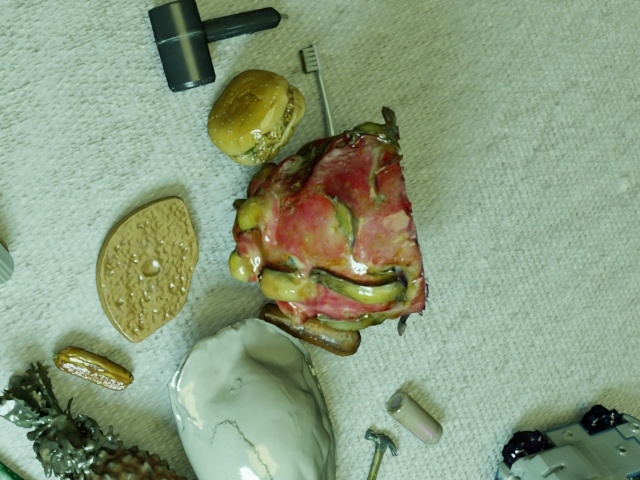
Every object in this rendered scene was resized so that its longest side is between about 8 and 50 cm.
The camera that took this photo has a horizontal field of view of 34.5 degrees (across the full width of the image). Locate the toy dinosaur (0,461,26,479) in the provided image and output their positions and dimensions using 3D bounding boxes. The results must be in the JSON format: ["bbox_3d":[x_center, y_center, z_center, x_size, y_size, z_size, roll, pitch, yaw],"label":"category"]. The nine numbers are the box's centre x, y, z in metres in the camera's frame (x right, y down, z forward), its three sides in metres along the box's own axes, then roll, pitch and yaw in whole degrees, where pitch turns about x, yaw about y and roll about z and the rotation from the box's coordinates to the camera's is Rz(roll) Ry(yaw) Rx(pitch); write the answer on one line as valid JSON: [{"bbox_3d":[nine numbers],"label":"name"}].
[{"bbox_3d":[-0.427,0.379,1.389,0.383,0.076,0.129,49,42,-23],"label":"toy dinosaur"}]

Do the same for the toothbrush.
[{"bbox_3d":[0.021,-0.133,1.590,0.030,0.025,0.342,-17,98,-20],"label":"toothbrush"}]

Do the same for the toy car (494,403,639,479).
[{"bbox_3d":[0.443,0.402,1.705,0.314,0.198,0.166,-13,130,-25],"label":"toy car"}]

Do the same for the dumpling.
[{"bbox_3d":[-0.067,0.286,1.494,0.341,0.181,0.260,49,48,6],"label":"dumpling"}]

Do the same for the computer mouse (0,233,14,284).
[{"bbox_3d":[-0.515,-0.012,1.346,0.145,0.082,0.236,-42,105,-16],"label":"computer mouse"}]

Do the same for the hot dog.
[{"bbox_3d":[-0.318,0.178,1.454,0.122,0.049,0.037,27,45,-26],"label":"hot dog"}]

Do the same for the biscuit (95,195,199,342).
[{"bbox_3d":[-0.250,0.039,1.483,0.142,0.029,0.221,14,87,-23],"label":"biscuit"}]

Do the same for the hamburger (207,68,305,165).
[{"bbox_3d":[-0.095,-0.177,1.478,0.083,0.147,0.138,33,86,-39],"label":"hamburger"}]

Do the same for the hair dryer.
[{"bbox_3d":[-0.137,-0.299,1.506,0.219,0.071,0.124,-22,102,-29],"label":"hair dryer"}]

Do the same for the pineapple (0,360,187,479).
[{"bbox_3d":[-0.303,0.322,1.415,0.175,0.175,0.361,-43,93,-15],"label":"pineapple"}]

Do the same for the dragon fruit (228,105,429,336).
[{"bbox_3d":[0.000,0.000,1.445,0.262,0.296,0.314,-10,87,-1],"label":"dragon fruit"}]

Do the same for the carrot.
[{"bbox_3d":[-0.015,0.133,1.573,0.161,0.055,0.055,20,84,-14],"label":"carrot"}]

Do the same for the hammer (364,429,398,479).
[{"bbox_3d":[0.077,0.394,1.624,0.062,0.017,0.182,23,76,-24],"label":"hammer"}]

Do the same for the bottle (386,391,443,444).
[{"bbox_3d":[0.152,0.286,1.647,0.096,0.045,0.045,43,76,-19],"label":"bottle"}]
